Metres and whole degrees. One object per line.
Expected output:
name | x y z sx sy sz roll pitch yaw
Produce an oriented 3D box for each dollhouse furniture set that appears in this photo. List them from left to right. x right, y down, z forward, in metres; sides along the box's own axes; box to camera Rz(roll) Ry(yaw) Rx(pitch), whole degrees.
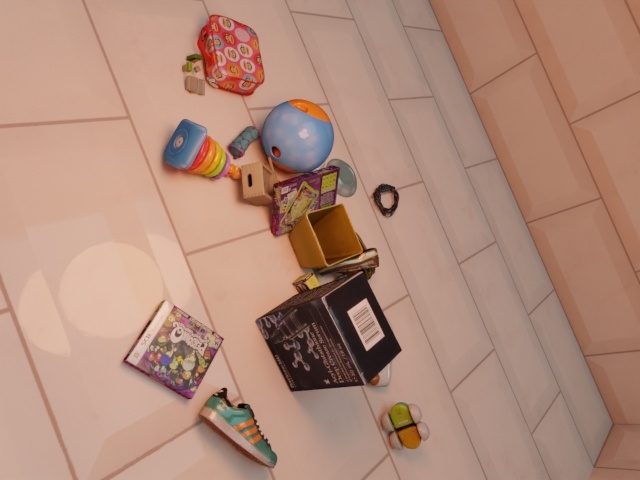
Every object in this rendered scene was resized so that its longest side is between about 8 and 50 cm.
dollhouse furniture set | -0.485 -0.629 1.724 0.076 0.058 0.152 1 92 -48

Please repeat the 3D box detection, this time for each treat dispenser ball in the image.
treat dispenser ball | -0.089 -0.410 1.794 0.288 0.288 0.289 16 63 -35

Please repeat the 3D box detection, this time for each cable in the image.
cable | 0.326 -0.209 2.241 0.150 0.047 0.185 44 52 -12

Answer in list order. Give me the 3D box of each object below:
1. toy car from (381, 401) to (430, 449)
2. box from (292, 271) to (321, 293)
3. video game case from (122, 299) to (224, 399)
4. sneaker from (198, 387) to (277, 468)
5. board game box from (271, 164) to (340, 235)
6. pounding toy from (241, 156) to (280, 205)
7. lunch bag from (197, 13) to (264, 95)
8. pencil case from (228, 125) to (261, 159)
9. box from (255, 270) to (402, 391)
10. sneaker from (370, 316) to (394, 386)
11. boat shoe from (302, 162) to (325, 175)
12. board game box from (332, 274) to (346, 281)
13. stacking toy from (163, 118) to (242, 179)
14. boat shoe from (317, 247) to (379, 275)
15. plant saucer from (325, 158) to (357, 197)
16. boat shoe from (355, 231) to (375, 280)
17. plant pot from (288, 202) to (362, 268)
toy car | 0.343 0.735 1.820 0.182 0.159 0.136 65 12 1
box | -0.009 0.237 1.742 0.058 0.087 0.232 -40 101 -40
video game case | -0.435 0.329 1.369 0.232 0.041 0.210 41 52 -21
sneaker | -0.229 0.580 1.400 0.302 0.108 0.121 47 53 -14
board game box | -0.055 -0.166 1.808 0.346 0.056 0.208 -25 128 -44
pounding toy | -0.228 -0.228 1.732 0.206 0.094 0.181 32 50 -73
lunch bag | -0.367 -0.742 1.804 0.258 0.120 0.294 1 73 -40
pencil case | -0.296 -0.383 1.759 0.070 0.064 0.152 34 53 -6
box | 0.016 0.315 1.518 0.211 0.395 0.294 -28 91 -42
sneaker | 0.231 0.443 1.848 0.123 0.105 0.291 19 63 -37
boat shoe | -0.026 -0.278 1.952 0.063 0.066 0.184 58 43 -26
board game box | 0.096 0.266 1.844 0.160 0.047 0.210 -38 99 -43
stacking toy | -0.384 -0.283 1.605 0.301 0.175 0.166 26 92 -51
boat shoe | 0.119 0.111 1.831 0.257 0.095 0.095 -17 96 -2
plant saucer | 0.108 -0.296 2.089 0.194 0.037 0.195 17 62 -36
boat shoe | 0.129 0.047 1.918 0.307 0.110 0.105 42 51 -19
plant pot | 0.000 0.000 1.773 0.212 0.187 0.212 -19 86 -43
